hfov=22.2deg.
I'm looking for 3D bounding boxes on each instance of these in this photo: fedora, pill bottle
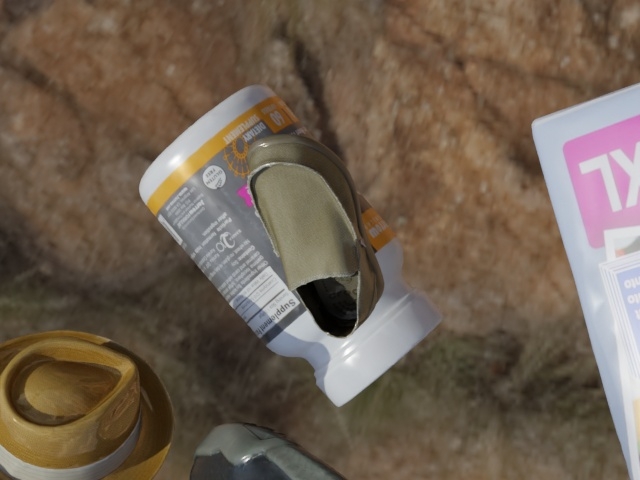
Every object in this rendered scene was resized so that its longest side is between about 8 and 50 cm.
[{"bbox_3d":[-0.210,0.135,1.350,0.194,0.194,0.079,22,140,-2],"label":"fedora"},{"bbox_3d":[-0.024,0.006,1.505,0.278,0.162,0.162,49,123,2],"label":"pill bottle"}]

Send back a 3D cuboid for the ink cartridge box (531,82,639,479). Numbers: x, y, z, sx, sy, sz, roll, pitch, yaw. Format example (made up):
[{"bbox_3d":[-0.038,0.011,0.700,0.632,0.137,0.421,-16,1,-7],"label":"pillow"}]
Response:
[{"bbox_3d":[0.204,0.075,0.578,0.186,0.065,0.311,-19,83,30],"label":"ink cartridge box"}]

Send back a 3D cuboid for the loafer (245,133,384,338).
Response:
[{"bbox_3d":[0.000,0.000,0.949,0.056,0.050,0.148,-16,130,20],"label":"loafer"}]

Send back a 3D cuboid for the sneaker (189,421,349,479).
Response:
[{"bbox_3d":[-0.014,0.154,0.635,0.130,0.227,0.087,-49,125,-9],"label":"sneaker"}]
